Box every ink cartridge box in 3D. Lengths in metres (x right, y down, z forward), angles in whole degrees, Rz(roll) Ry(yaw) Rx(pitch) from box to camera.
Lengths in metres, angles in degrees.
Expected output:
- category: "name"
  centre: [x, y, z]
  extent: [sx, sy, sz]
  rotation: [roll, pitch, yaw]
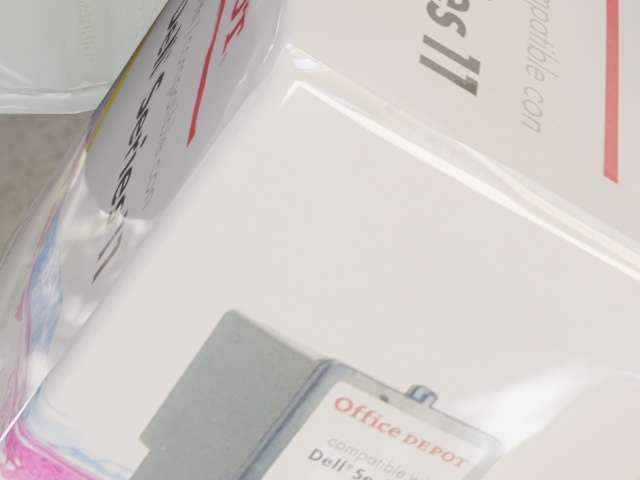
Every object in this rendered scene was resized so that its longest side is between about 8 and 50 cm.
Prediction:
- category: "ink cartridge box"
  centre: [0.000, 0.000, 0.469]
  extent: [0.119, 0.353, 0.207]
  rotation: [30, -146, -14]

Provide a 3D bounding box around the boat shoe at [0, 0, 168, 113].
- category: "boat shoe"
  centre: [-0.020, -0.096, 0.669]
  extent: [0.099, 0.319, 0.116]
  rotation: [-88, 4, -55]
